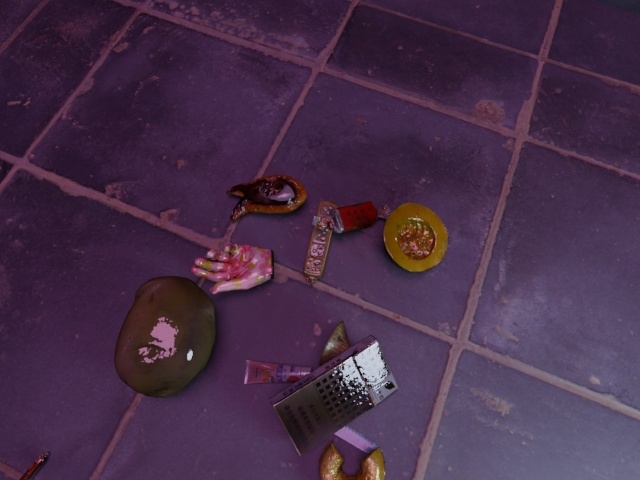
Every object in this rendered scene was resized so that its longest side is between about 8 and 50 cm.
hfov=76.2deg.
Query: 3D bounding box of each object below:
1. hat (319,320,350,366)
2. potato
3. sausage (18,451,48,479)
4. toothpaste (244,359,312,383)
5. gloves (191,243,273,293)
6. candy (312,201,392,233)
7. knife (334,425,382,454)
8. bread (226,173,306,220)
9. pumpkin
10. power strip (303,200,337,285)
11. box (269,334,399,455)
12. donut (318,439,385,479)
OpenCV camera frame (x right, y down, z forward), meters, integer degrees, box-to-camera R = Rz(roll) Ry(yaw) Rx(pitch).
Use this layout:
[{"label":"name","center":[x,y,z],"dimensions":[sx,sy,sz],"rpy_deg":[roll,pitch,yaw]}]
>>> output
[{"label":"hat","center":[0.059,0.306,1.148],"dimensions":[0.067,0.146,0.146],"rpy_deg":[24,71,17]},{"label":"potato","center":[-0.416,0.259,1.125],"dimensions":[0.243,0.221,0.326],"rpy_deg":[9,65,5]},{"label":"sausage","center":[-0.798,0.650,1.077],"dimensions":[0.028,0.025,0.198],"rpy_deg":[21,66,41]},{"label":"toothpaste","center":[-0.123,0.382,1.180],"dimensions":[0.194,0.043,0.067],"rpy_deg":[0,72,5]},{"label":"gloves","center":[-0.266,0.083,1.250],"dimensions":[0.241,0.126,0.145],"rpy_deg":[-1,94,-4]},{"label":"candy","center":[0.109,-0.074,1.322],"dimensions":[0.292,0.059,0.086],"rpy_deg":[-14,78,-24]},{"label":"knife","center":[0.028,0.515,1.143],"dimensions":[0.313,0.019,0.044],"rpy_deg":[28,71,7]},{"label":"bread","center":[-0.178,-0.144,1.357],"dimensions":[0.269,0.095,0.139],"rpy_deg":[-11,67,10]},{"label":"pumpkin","center":[0.285,0.004,1.299],"dimensions":[0.217,0.110,0.217],"rpy_deg":[4,71,-12]},{"label":"power strip","center":[0.000,0.000,1.321],"dimensions":[0.064,0.044,0.305],"rpy_deg":[12,70,3]},{"label":"box","center":[0.044,0.414,1.105],"dimensions":[0.325,0.047,0.180],"rpy_deg":[-28,107,-14]},{"label":"donut","center":[0.081,0.616,1.072],"dimensions":[0.181,0.078,0.146],"rpy_deg":[5,71,5]}]
